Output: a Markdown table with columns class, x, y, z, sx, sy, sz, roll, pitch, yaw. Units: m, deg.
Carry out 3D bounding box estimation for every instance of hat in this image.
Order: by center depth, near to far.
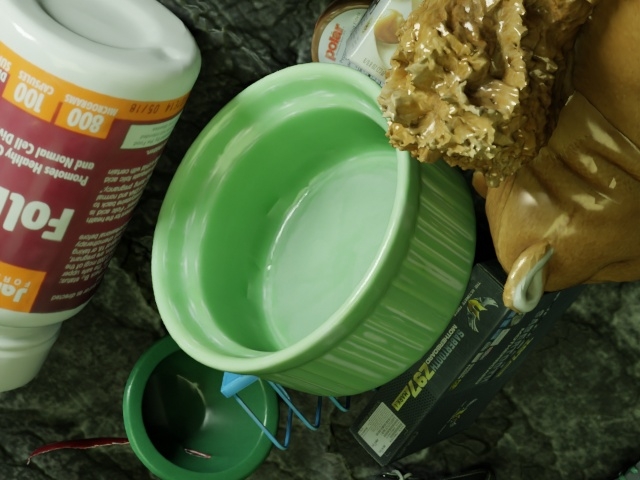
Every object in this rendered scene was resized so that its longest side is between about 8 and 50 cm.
| class | x | y | z | sx | sy | sz | roll | pitch | yaw |
| --- | --- | --- | --- | --- | --- | --- | --- | --- | --- |
| hat | -0.176 | 0.187 | 1.783 | 0.208 | 0.173 | 0.183 | 20 | 163 | -25 |

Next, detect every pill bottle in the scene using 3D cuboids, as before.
| class | x | y | z | sx | sy | sz | roll | pitch | yaw |
| --- | --- | --- | --- | --- | --- | --- | --- | --- | --- |
| pill bottle | -0.290 | -0.058 | 1.578 | 0.224 | 0.224 | 0.392 | 26 | 116 | -4 |

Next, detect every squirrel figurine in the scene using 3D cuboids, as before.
| class | x | y | z | sx | sy | sz | roll | pitch | yaw |
| --- | --- | --- | --- | --- | --- | --- | --- | --- | --- |
| squirrel figurine | 0.218 | -0.127 | 1.339 | 0.397 | 0.281 | 0.370 | 18 | 129 | -26 |

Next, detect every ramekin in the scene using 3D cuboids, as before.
| class | x | y | z | sx | sy | sz | roll | pitch | yaw |
| --- | --- | --- | --- | --- | --- | --- | --- | --- | --- |
| ramekin | 0.000 | 0.000 | 1.522 | 0.303 | 0.303 | 0.148 | -37 | 139 | 22 |

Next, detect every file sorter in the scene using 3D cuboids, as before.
| class | x | y | z | sx | sy | sz | roll | pitch | yaw |
| --- | --- | --- | --- | --- | --- | --- | --- | --- | --- |
| file sorter | 0.000 | 0.118 | 1.672 | 0.170 | 0.118 | 0.104 | -34 | 110 | 17 |

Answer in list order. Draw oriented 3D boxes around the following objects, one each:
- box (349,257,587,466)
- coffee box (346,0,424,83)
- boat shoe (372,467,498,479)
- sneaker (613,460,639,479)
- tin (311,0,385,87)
| class | x | y | z | sx | sy | sz | roll | pitch | yaw |
| --- | --- | --- | --- | --- | --- | --- | --- | --- | --- |
| box | 0.151 | 0.112 | 1.614 | 0.059 | 0.183 | 0.232 | 46 | 117 | 19 |
| coffee box | 0.147 | -0.237 | 1.472 | 0.141 | 0.098 | 0.246 | 32 | 104 | -8 |
| boat shoe | 0.084 | 0.291 | 1.764 | 0.233 | 0.084 | 0.079 | -19 | 111 | 20 |
| sneaker | 0.365 | 0.237 | 1.713 | 0.224 | 0.083 | 0.098 | -18 | 87 | 15 |
| tin | 0.083 | -0.173 | 1.573 | 0.190 | 0.040 | 0.106 | 20 | 112 | -1 |
